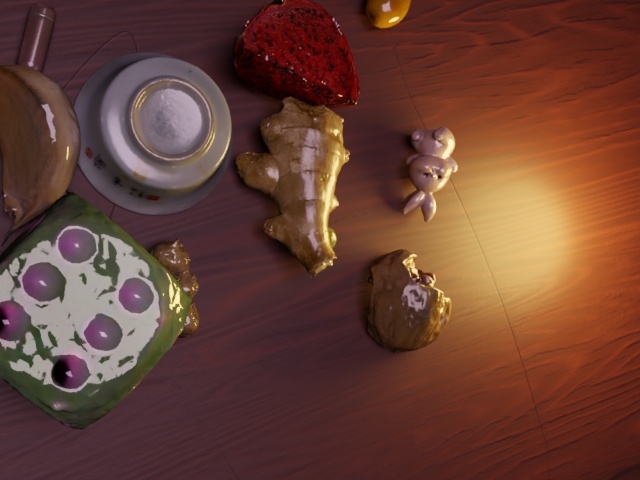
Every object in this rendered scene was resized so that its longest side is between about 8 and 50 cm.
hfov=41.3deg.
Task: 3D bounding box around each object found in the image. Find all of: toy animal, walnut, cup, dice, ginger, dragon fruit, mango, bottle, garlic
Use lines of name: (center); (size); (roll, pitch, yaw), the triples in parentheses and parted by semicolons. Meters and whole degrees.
toy animal: (0.260, -0.157, 2.006); (0.124, 0.124, 0.213); (14, 77, -23)
walnut: (0.201, 0.150, 1.946); (0.204, 0.141, 0.238); (-43, 101, -16)
cup: (-0.319, -0.231, 1.727); (0.347, 0.163, 0.347); (2, 85, -25)
dice: (-0.449, 0.127, 1.543); (0.318, 0.330, 0.322); (44, 74, -16)
ginger: (-0.056, -0.123, 1.832); (0.236, 0.166, 0.376); (16, 64, -27)
dragon fruit: (-0.070, -0.418, 1.868); (0.316, 0.152, 0.205); (21, 68, -33)
mango: (0.172, -0.582, 2.015); (0.102, 0.085, 0.184); (40, 66, -17)
ginger: (-0.299, 0.101, 1.757); (0.104, 0.080, 0.204); (-19, 94, 9)
bottle: (-0.565, -0.399, 1.687); (0.053, 0.053, 0.140); (14, 81, -23)
garlic: (-0.555, -0.174, 1.650); (0.196, 0.151, 0.339); (-9, 96, 8)

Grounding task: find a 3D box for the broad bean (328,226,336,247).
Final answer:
broad bean: (0.000, 0.000, 1.918); (0.083, 0.045, 0.063); (-27, 104, -30)
